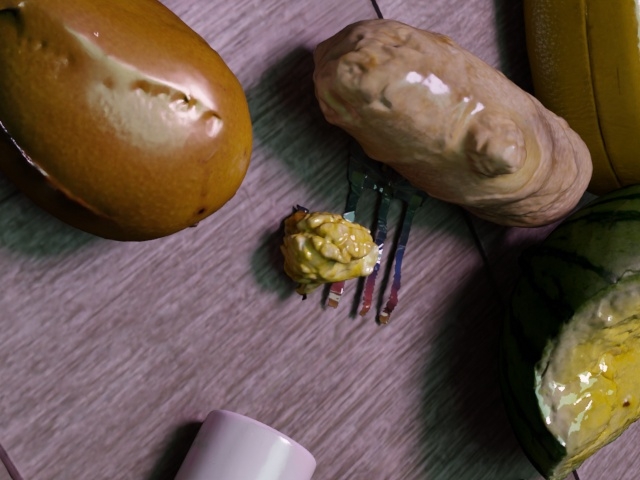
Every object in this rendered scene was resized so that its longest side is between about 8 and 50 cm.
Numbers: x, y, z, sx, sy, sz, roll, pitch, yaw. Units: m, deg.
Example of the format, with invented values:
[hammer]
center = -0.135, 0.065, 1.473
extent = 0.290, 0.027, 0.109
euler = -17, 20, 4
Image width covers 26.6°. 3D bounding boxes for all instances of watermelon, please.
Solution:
[watermelon]
center = 0.285, 0.055, 1.267
extent = 0.330, 0.331, 0.189
euler = -28, 73, -37

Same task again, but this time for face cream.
[face cream]
center = -0.117, 0.299, 1.012
extent = 0.102, 0.102, 0.346
euler = 40, 67, -35

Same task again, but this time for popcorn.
[popcorn]
center = 0.000, 0.000, 1.125
extent = 0.084, 0.084, 0.084
euler = -3, 94, -41

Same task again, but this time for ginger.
[ginger]
center = 0.132, -0.090, 1.165
extent = 0.354, 0.190, 0.126
euler = 18, 97, -52

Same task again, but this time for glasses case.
[glasses case]
center = 0.281, -0.222, 1.307
extent = 0.173, 0.141, 0.371
euler = -20, 106, -54

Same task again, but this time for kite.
[kite]
center = 0.061, -0.051, 1.206
extent = 0.141, 0.015, 0.245
euler = 20, 78, -38

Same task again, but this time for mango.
[mango]
center = -0.152, -0.097, 0.938
extent = 0.236, 0.136, 0.166
euler = 48, 66, -27

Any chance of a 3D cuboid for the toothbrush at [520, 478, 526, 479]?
[toothbrush]
center = 0.133, 0.334, 1.265
extent = 0.026, 0.028, 0.294
euler = 54, 54, -21
